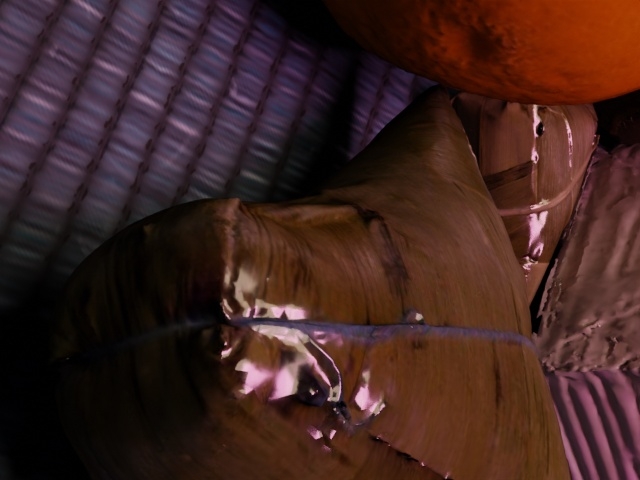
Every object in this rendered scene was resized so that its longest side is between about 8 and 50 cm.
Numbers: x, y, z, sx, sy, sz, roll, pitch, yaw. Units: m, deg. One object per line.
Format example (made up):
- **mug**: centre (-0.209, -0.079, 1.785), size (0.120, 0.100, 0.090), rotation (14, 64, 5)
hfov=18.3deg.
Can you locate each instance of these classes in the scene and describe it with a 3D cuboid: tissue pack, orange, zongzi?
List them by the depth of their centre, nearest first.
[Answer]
- **zongzi**: centre (0.000, 0.000, 1.013), size (0.323, 0.160, 0.360), rotation (39, 41, -46)
- **orange**: centre (0.122, -0.226, 1.153), size (0.312, 0.312, 0.312), rotation (28, 57, -53)
- **zongzi**: centre (0.141, -0.018, 1.332), size (0.160, 0.078, 0.176), rotation (-14, 102, -60)
- **tissue pack**: centre (0.256, 0.131, 1.390), size (0.242, 0.125, 0.344), rotation (-67, 144, -46)

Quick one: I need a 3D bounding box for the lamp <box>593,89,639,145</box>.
- **lamp**: centre (0.276, -0.162, 1.524), size (0.161, 0.161, 0.185), rotation (31, 52, -51)
